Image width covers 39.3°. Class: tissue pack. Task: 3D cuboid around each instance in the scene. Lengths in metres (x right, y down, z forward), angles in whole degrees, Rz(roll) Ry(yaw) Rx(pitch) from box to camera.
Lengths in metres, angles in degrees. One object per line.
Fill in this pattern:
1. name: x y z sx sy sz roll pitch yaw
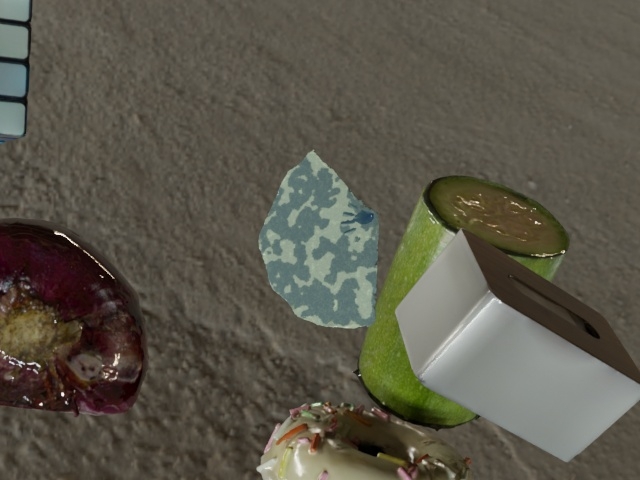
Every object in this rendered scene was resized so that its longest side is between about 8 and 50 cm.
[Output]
1. tissue pack: 0.231 0.125 1.053 0.246 0.136 0.159 29 23 -21

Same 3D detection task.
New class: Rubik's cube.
1. Rubik's cube: -0.382 -0.181 0.901 0.155 0.154 0.151 1 3 -30

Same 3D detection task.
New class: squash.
1. squash: 0.234 0.107 1.562 0.263 0.384 0.263 14 32 -9

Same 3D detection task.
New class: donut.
1. donut: 0.087 0.387 1.516 0.383 0.142 0.382 16 7 -2

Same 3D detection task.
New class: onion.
1. onion: -0.397 0.101 1.226 0.337 0.282 0.260 9 77 -13

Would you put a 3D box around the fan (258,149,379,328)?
1. fan: 0.000 0.000 0.922 0.131 0.009 0.240 -24 52 8
